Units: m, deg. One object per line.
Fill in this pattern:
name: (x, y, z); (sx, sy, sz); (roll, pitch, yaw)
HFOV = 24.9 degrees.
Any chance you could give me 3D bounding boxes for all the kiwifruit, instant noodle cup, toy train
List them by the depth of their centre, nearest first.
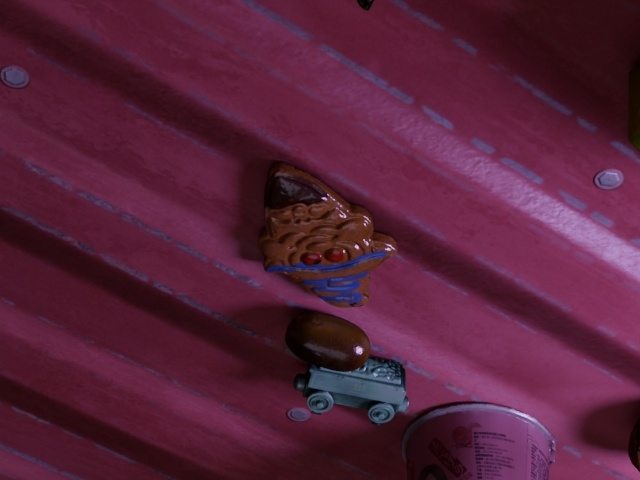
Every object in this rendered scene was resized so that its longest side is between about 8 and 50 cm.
kiwifruit: (0.011, 0.142, 2.032); (0.124, 0.075, 0.075); (18, 136, -10)
toy train: (0.050, 0.208, 2.106); (0.172, 0.070, 0.099); (11, 127, -8)
instant noodle cup: (0.239, 0.406, 2.181); (0.243, 0.231, 0.243); (3, 139, 2)

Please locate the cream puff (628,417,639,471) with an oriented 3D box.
cream puff: (0.527, 0.293, 2.138); (0.149, 0.084, 0.149); (0, 136, 0)

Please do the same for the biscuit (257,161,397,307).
biscuit: (0.000, 0.000, 1.909); (0.183, 0.043, 0.280); (-14, 137, 15)

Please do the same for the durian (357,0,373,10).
durian: (0.080, -0.343, 1.450); (0.159, 0.146, 0.198); (-11, 150, 17)

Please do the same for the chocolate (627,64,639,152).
chocolate: (0.521, -0.117, 1.573); (0.301, 0.137, 0.288); (41, 143, -14)
